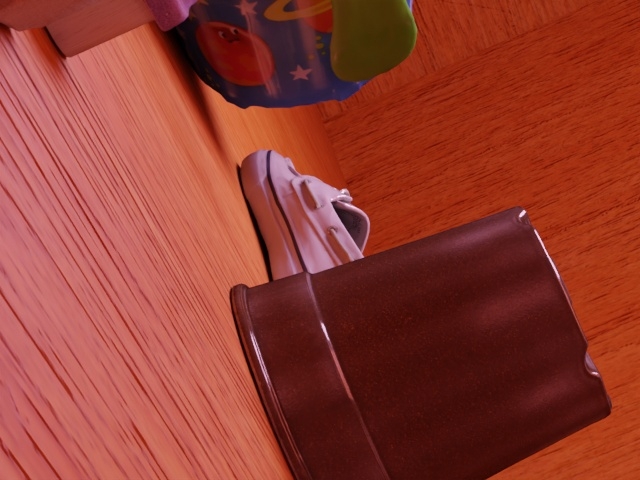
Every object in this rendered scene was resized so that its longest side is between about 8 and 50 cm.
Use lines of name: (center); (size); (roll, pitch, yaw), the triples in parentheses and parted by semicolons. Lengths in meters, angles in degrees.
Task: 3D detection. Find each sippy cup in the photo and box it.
sippy cup: (-0.032, -0.223, 1.176); (0.305, 0.240, 0.224); (-73, 158, -45)

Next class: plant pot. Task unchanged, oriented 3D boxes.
plant pot: (0.060, 0.070, 0.917); (0.167, 0.165, 0.167); (-23, 90, -87)

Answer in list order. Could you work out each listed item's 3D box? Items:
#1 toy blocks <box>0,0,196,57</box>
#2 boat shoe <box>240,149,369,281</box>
toy blocks: (-0.043, -0.240, 0.605); (0.309, 0.260, 0.288); (8, 58, -86)
boat shoe: (0.000, 0.000, 1.199); (0.226, 0.076, 0.083); (-109, 175, -52)
